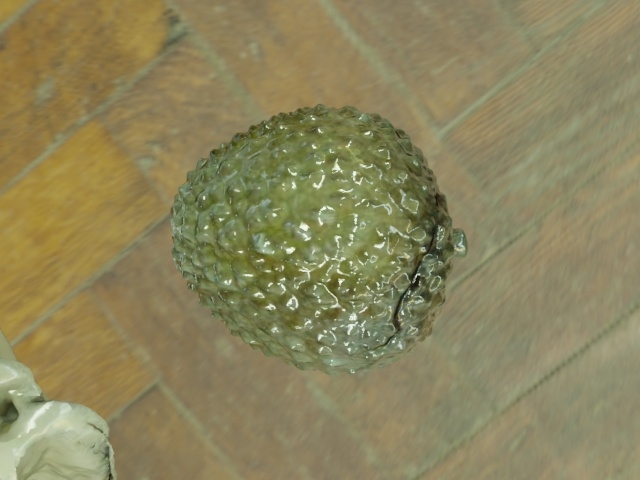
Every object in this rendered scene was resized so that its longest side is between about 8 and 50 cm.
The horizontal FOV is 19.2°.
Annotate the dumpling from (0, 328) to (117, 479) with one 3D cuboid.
[{"bbox_3d":[-0.188,0.060,0.677,0.247,0.172,0.142,6,78,5],"label":"dumpling"}]

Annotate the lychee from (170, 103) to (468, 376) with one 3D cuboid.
[{"bbox_3d":[0.000,0.000,1.735,0.274,0.255,0.255,2,99,-12],"label":"lychee"}]
